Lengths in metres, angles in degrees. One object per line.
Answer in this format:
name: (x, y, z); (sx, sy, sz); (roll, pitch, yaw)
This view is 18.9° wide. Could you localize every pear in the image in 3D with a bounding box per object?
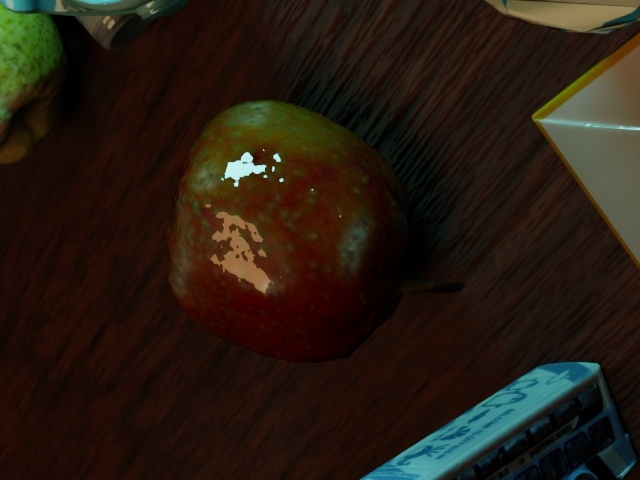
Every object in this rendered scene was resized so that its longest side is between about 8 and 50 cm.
pear: (-0.417, -0.203, 2.196); (0.271, 0.271, 0.271); (27, 134, 32)

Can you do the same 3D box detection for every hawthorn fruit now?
hawthorn fruit: (0.000, 0.000, 1.909); (0.300, 0.254, 0.254); (12, 130, 8)

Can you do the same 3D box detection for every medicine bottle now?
medicine bottle: (-0.263, -0.303, 2.066); (0.203, 0.083, 0.083); (50, 142, 8)

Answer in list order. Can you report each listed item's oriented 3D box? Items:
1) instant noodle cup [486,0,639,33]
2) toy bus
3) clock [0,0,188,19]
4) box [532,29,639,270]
instant noodle cup: (0.188, -0.265, 1.347); (0.240, 0.178, 0.240); (23, 150, 14)
toy bus: (0.167, 0.228, 1.816); (0.106, 0.297, 0.131); (-7, 105, 49)
clock: (-0.207, -0.331, 1.928); (0.274, 0.094, 0.223); (8, 107, 29)
box: (0.367, -0.075, 1.451); (0.283, 0.214, 0.259); (56, 145, 2)
